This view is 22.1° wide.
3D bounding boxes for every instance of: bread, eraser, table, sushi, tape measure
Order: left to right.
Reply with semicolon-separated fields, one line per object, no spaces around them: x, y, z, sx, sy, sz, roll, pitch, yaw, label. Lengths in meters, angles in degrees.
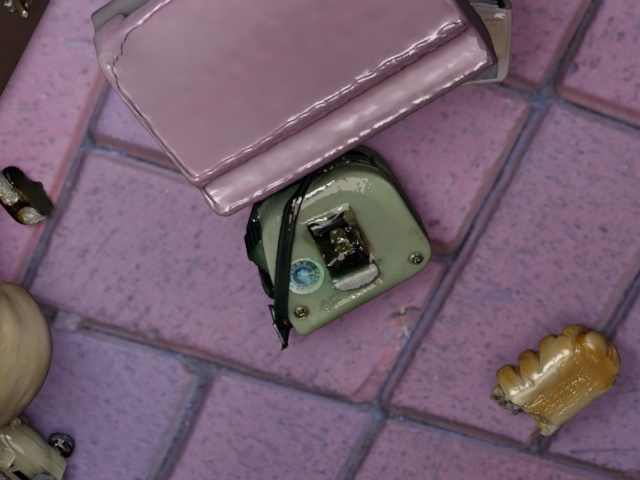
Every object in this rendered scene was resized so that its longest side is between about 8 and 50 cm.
-0.399;-0.208;1.830;0.121;0.111;0.240;24;113;-19;table
-0.365;-0.055;1.970;0.046;0.044;0.083;-23;120;29;sushi
-0.033;-0.219;1.757;0.359;0.122;0.272;-29;119;15;eraser
0.000;0.000;2.011;0.235;0.115;0.207;-29;121;8;tape measure
0.314;0.183;2.178;0.177;0.084;0.119;-36;120;11;bread

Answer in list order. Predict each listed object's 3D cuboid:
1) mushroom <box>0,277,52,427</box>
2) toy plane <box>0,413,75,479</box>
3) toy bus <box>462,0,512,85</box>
-0.464;0.092;1.860;0.353;0.325;0.353;-11;124;-17;mushroom
-0.356;0.327;2.154;0.108;0.092;0.286;-25;122;30;toy plane
0.049;-0.238;1.899;0.342;0.097;0.138;-7;126;-6;toy bus
